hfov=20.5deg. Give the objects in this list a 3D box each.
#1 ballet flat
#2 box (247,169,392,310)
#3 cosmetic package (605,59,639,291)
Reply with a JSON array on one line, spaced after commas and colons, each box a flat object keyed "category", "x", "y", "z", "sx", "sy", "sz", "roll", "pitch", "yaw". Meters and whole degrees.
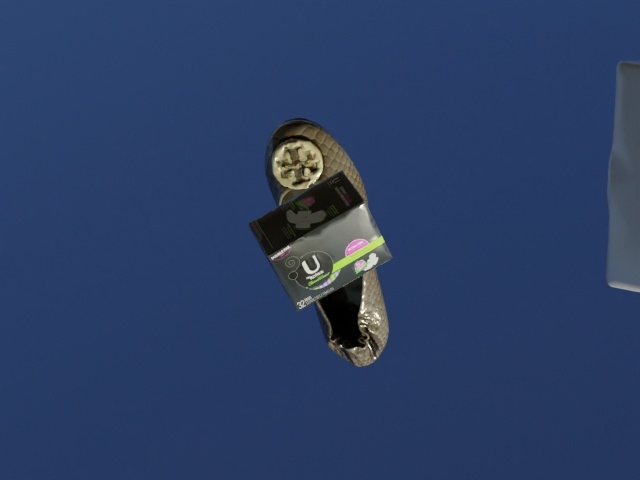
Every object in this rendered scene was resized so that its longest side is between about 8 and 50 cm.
[{"category": "ballet flat", "x": 0.007, "y": 0.008, "z": 1.600, "sx": 0.084, "sy": 0.250, "sz": 0.058, "roll": -7, "pitch": -154, "yaw": 19}, {"category": "box", "x": 0.000, "y": 0.000, "z": 1.322, "sx": 0.083, "sy": 0.062, "sz": 0.052, "roll": -30, "pitch": -143, "yaw": -2}, {"category": "cosmetic package", "x": 0.494, "y": -0.039, "z": 1.634, "sx": 0.161, "sy": 0.230, "sz": 0.453, "roll": -11, "pitch": -163, "yaw": -43}]
